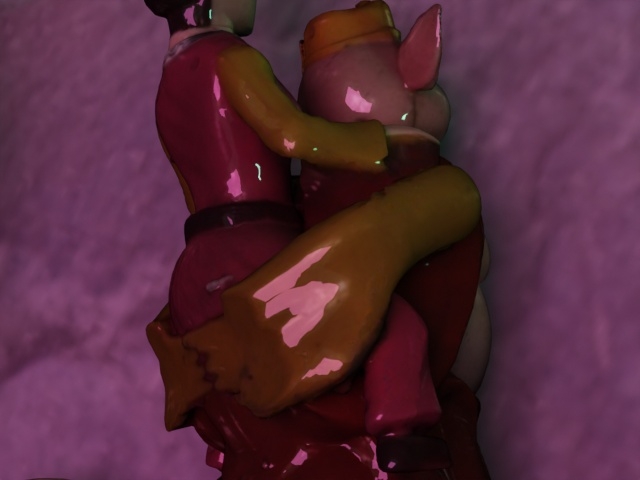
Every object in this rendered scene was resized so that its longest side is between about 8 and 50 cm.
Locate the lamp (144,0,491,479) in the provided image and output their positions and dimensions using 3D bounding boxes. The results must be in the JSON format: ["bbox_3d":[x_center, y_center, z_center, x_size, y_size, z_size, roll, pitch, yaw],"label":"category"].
[{"bbox_3d":[0.000,0.000,0.449,0.118,0.118,0.253,-12,74,19],"label":"lamp"}]

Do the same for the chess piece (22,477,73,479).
[{"bbox_3d":[-0.054,0.209,0.357,0.117,0.117,0.397,-40,39,11],"label":"chess piece"}]
